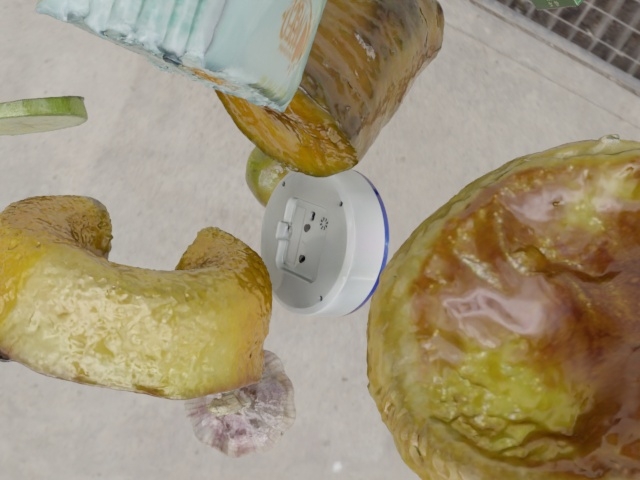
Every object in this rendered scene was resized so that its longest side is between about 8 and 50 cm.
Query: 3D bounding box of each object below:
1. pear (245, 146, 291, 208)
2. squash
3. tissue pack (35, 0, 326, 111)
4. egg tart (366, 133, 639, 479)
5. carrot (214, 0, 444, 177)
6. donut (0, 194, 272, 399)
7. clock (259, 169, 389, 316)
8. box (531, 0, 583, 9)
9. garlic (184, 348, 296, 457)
[{"bbox_3d":[-0.080,-0.106,1.798,0.141,0.141,0.104,33,97,-11],"label":"pear"},{"bbox_3d":[-0.532,-0.219,1.768,0.219,0.219,0.041,-11,91,6],"label":"squash"},{"bbox_3d":[-0.050,-0.314,0.762,0.162,0.287,0.388,20,95,9],"label":"tissue pack"},{"bbox_3d":[0.267,0.099,0.898,0.443,0.443,0.178,-15,137,7],"label":"egg tart"},{"bbox_3d":[-0.009,-0.213,1.225,0.241,0.341,0.242,20,134,22],"label":"carrot"},{"bbox_3d":[-0.257,0.067,1.335,0.435,0.378,0.164,16,103,-11],"label":"donut"},{"bbox_3d":[0.000,0.000,1.489,0.083,0.230,0.230,7,116,-38],"label":"clock"},{"bbox_3d":[0.500,-0.506,1.779,0.235,0.132,0.034,-44,110,-10],"label":"box"},{"bbox_3d":[-0.183,0.339,2.059,0.245,0.253,0.245,-2,80,10],"label":"garlic"}]
